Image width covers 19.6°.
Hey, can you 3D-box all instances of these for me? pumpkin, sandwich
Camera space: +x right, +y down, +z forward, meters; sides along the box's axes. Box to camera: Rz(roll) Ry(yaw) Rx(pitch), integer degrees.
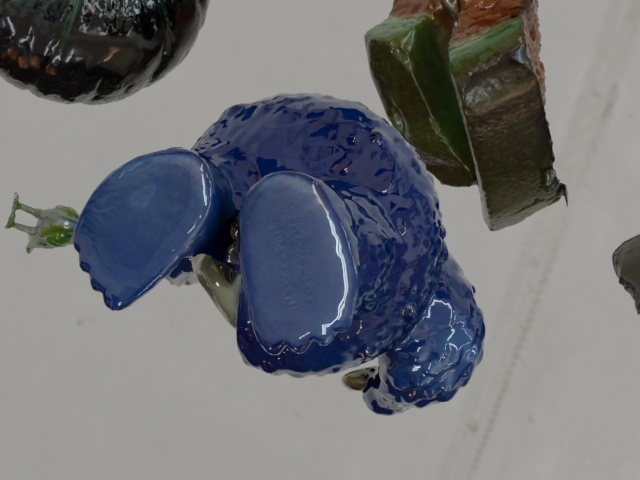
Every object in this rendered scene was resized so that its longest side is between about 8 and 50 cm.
[{"bbox_3d":[-0.235,-0.231,1.714,0.248,0.248,0.248,-1,101,-3],"label":"pumpkin"},{"bbox_3d":[0.119,-0.179,1.613,0.162,0.250,0.301,-7,66,8],"label":"sandwich"}]

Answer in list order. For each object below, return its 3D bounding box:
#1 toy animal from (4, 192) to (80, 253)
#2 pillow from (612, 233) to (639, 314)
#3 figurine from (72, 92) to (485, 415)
[{"bbox_3d":[-0.279,-0.014,1.811,0.075,0.217,0.041,22,76,-25],"label":"toy animal"},{"bbox_3d":[0.348,0.065,1.163,0.228,0.101,0.326,-28,135,20],"label":"pillow"},{"bbox_3d":[0.005,0.002,0.818,0.164,0.262,0.121,27,91,9],"label":"figurine"}]
